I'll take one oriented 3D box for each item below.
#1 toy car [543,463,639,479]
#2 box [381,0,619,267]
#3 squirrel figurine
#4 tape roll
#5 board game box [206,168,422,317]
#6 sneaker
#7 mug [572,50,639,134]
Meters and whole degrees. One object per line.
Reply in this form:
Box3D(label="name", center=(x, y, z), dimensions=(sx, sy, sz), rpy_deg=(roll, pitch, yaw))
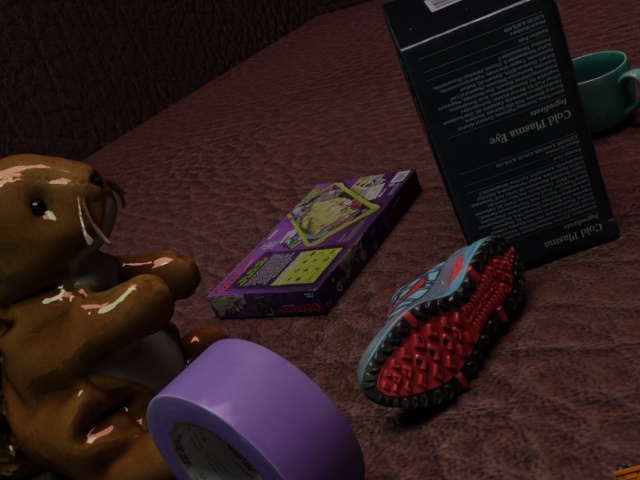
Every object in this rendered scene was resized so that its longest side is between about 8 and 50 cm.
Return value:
Box3D(label="toy car", center=(0.227, 0.199, 0.624), dimensions=(0.122, 0.060, 0.040), rpy_deg=(-29, 61, 35))
Box3D(label="box", center=(0.222, -0.174, 1.059), dimensions=(0.179, 0.312, 0.343), rpy_deg=(-21, 22, 10))
Box3D(label="squirrel figurine", center=(-0.347, 0.091, 0.964), dimensions=(0.397, 0.370, 0.281), rpy_deg=(-17, 24, 18))
Box3D(label="tape roll", center=(-0.059, 0.185, 0.713), dimensions=(0.189, 0.189, 0.080), rpy_deg=(0, 33, 45))
Box3D(label="board game box", center=(0.000, 0.000, 1.245), dimensions=(0.208, 0.056, 0.347), rpy_deg=(-2, 31, 35))
Box3D(label="sneaker", center=(0.121, 0.099, 0.880), dimensions=(0.262, 0.104, 0.125), rpy_deg=(-37, 8, -37))
Box3D(label="mug", center=(0.424, -0.219, 1.234), dimensions=(0.129, 0.097, 0.157), rpy_deg=(-22, 24, 5))
